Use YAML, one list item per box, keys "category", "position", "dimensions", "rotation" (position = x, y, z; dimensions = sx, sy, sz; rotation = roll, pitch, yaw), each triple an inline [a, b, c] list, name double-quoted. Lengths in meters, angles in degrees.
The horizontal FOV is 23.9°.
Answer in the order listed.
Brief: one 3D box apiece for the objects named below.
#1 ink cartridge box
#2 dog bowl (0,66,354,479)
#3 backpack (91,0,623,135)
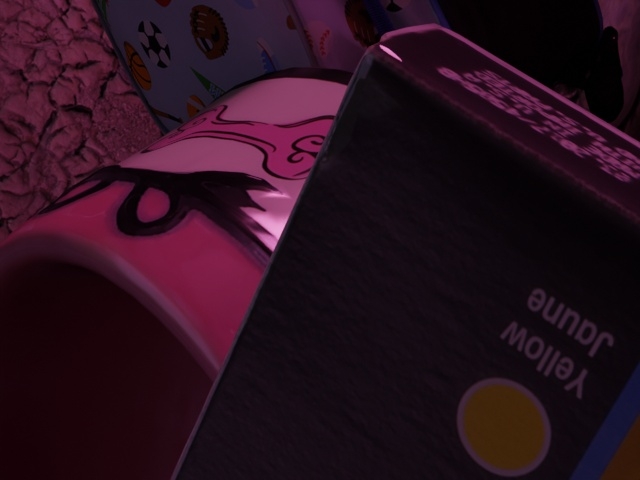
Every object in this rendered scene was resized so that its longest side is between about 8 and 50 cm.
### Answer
- category: "ink cartridge box"
  position: [0.083, 0.144, 0.436]
  dimensions: [0.072, 0.303, 0.307]
  rotation: [-24, -37, -59]
- category: "dog bowl"
  position: [-0.024, 0.136, 0.688]
  dimensions: [0.408, 0.150, 0.408]
  rotation: [29, 128, 45]
- category: "backpack"
  position: [-0.006, -0.148, 0.825]
  dimensions: [0.263, 0.213, 0.277]
  rotation: [-21, 90, 66]
